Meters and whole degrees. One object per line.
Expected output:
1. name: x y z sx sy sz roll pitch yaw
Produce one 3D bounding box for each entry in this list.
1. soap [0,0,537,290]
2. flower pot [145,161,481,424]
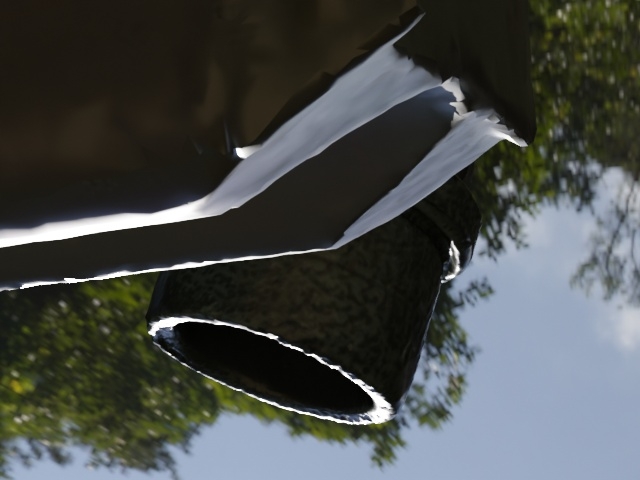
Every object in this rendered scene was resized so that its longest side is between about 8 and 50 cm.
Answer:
1. soap: -0.162 -0.151 0.520 0.435 0.213 0.350 -10 -95 20
2. flower pot: 0.000 0.000 1.478 0.299 0.299 0.283 13 -109 15
